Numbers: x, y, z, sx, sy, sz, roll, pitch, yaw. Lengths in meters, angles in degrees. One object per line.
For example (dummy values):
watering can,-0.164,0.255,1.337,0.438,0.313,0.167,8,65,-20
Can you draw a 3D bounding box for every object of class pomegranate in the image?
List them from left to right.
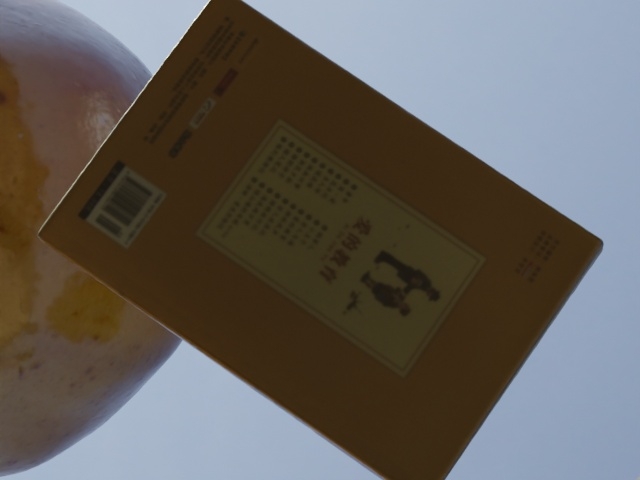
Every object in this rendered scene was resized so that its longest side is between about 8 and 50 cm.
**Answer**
pomegranate,-0.191,-0.005,0.977,0.264,0.264,0.264,-4,-96,41

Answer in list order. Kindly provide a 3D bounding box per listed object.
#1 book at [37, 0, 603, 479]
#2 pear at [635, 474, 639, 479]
book,0.000,0.000,0.690,0.172,0.012,0.118,35,-100,6
pear,0.240,0.184,0.829,0.321,0.269,0.269,-11,-101,50
